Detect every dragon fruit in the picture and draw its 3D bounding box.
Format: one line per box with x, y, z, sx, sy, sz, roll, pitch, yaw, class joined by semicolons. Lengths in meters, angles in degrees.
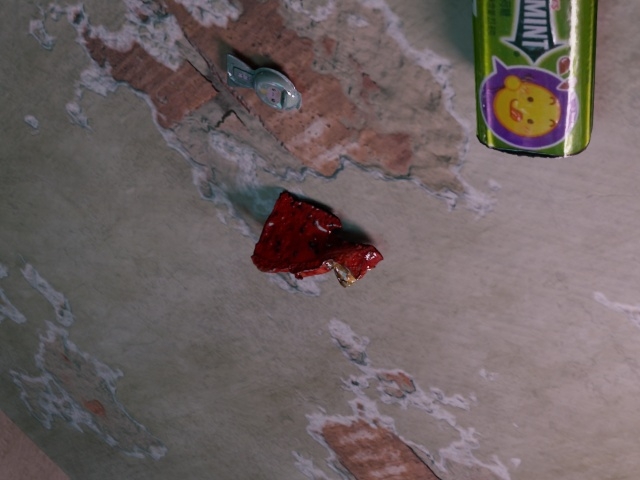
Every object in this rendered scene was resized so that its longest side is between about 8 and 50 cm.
0.008;0.006;1.766;0.192;0.122;0.092;11;175;29;dragon fruit

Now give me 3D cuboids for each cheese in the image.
-0.076;-0.210;1.622;0.121;0.026;0.067;26;141;19;cheese

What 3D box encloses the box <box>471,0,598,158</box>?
0.222;-0.248;1.253;0.134;0.097;0.345;10;135;19;box
